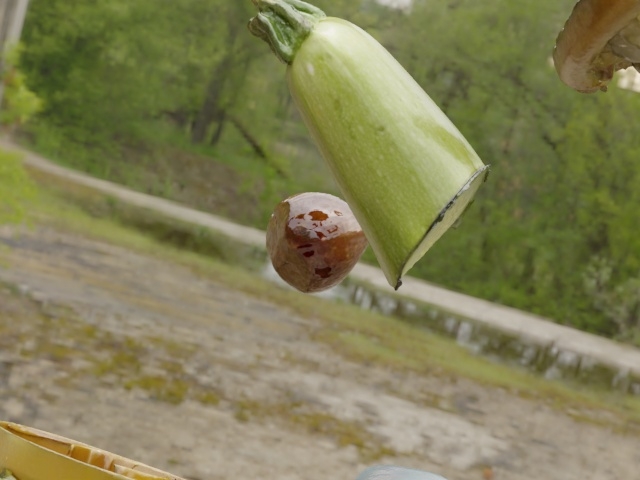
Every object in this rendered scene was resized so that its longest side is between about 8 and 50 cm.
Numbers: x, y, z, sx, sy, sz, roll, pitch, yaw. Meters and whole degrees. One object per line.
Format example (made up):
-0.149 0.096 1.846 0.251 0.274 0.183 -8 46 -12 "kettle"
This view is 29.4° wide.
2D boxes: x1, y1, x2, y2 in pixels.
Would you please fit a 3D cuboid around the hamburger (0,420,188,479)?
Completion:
-0.209 0.296 1.072 0.274 0.212 0.274 18 -9 3 "hamburger"

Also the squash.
0.049 -0.113 1.058 0.137 0.288 0.137 -28 11 6 "squash"

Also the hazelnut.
0.000 0.000 1.623 0.143 0.143 0.154 13 -18 -16 "hazelnut"

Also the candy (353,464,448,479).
0.090 0.336 1.561 0.138 0.071 0.174 6 10 22 "candy"

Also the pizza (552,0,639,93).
0.315 -0.211 1.096 0.089 0.223 0.323 58 1 8 "pizza"
